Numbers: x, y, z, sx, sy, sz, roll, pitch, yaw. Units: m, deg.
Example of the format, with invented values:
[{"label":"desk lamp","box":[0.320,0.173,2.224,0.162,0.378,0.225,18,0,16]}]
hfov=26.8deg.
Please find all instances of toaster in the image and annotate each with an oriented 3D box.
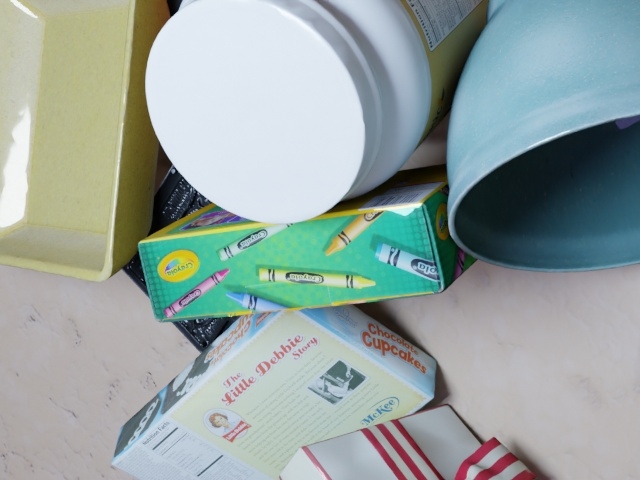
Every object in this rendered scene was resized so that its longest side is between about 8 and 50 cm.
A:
[{"label":"toaster","box":[-0.100,0.015,1.420,0.185,0.110,0.168,44,121,17]}]

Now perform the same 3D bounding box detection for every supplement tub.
[{"label":"supplement tub","box":[0.013,-0.169,1.152,0.228,0.316,0.228,14,124,22]}]

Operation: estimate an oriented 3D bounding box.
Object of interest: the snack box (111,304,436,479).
[{"label":"snack box","box":[-0.054,0.181,1.404,0.187,0.060,0.322,34,125,-20]}]

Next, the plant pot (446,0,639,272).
[{"label":"plant pot","box":[0.234,-0.119,1.090,0.293,0.293,0.196,-26,60,35]}]

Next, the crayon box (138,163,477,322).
[{"label":"crayon box","box":[0.000,0.000,1.197,0.278,0.165,0.081,-7,102,26]}]

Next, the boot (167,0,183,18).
[{"label":"boot","box":[-0.083,-0.186,1.379,0.176,0.088,0.244,-10,87,35]}]

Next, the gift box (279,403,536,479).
[{"label":"gift box","box":[0.094,0.329,1.287,0.276,0.255,0.258,46,124,23]}]

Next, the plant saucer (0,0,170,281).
[{"label":"plant saucer","box":[-0.266,-0.131,1.444,0.333,0.081,0.333,6,90,50]}]
